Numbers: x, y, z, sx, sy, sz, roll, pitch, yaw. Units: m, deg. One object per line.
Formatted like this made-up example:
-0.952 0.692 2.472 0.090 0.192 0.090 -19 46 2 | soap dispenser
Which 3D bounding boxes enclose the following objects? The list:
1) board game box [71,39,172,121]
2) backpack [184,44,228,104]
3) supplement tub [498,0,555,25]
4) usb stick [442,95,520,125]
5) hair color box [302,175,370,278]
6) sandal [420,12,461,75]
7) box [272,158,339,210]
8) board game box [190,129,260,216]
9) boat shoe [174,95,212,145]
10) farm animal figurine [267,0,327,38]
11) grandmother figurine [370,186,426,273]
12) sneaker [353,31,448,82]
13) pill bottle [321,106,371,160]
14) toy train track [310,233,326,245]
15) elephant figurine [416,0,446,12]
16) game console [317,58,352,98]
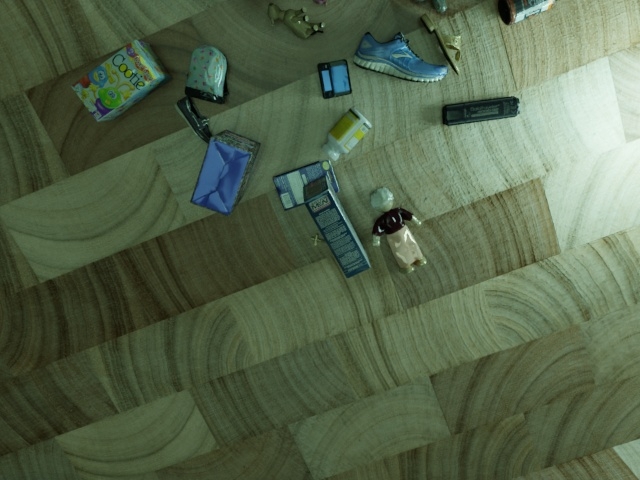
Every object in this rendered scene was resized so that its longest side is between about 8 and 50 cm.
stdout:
-0.683 -0.550 1.689 0.275 0.144 0.142 -31 104 8 | board game box
-0.391 -0.580 1.697 0.151 0.115 0.182 15 103 -2 | backpack
0.710 -0.810 1.638 0.197 0.106 0.106 -21 106 6 | supplement tub
0.582 -0.471 1.772 0.277 0.045 0.077 -7 100 2 | usb stick
0.059 -0.050 1.807 0.105 0.174 0.348 -26 113 8 | hair color box
0.444 -0.694 1.681 0.079 0.088 0.240 -35 99 16 | sandal
-0.053 -0.212 1.849 0.225 0.036 0.137 -18 106 5 | box
-0.325 -0.244 1.706 0.140 0.291 0.232 20 106 -7 | board game box
-0.439 -0.429 1.764 0.065 0.075 0.206 -37 99 13 | boat shoe
-0.144 -0.833 1.587 0.326 0.172 0.331 -20 112 -38 | farm animal figurine
0.284 -0.043 1.877 0.207 0.104 0.343 -30 103 -20 | grandmother figurine
0.286 -0.634 1.678 0.329 0.130 0.147 14 109 -4 | sneaker
0.090 -0.381 1.765 0.103 0.103 0.184 41 102 -12 | pill bottle
0.000 0.000 1.927 0.083 0.014 0.048 11 99 -9 | toy train track
0.309 -0.867 1.604 0.185 0.169 0.240 11 126 26 | elephant figurine
0.051 -0.572 1.727 0.071 0.107 0.122 -2 109 30 | game console
